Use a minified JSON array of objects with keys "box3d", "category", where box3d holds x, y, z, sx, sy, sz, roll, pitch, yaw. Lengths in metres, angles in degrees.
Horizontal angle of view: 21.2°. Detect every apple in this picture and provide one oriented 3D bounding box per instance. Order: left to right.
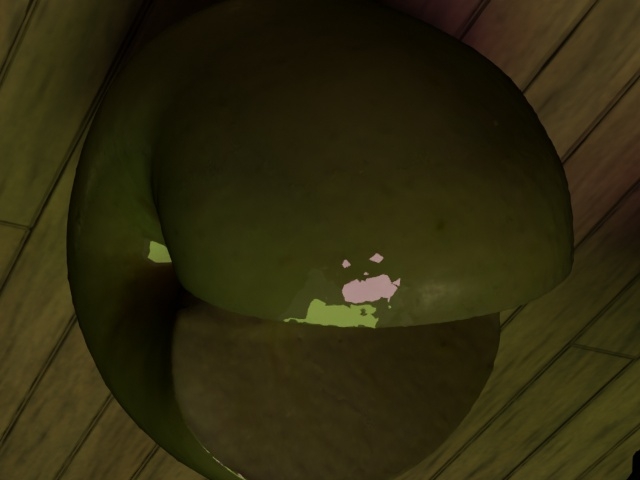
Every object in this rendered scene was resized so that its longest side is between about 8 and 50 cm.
[{"box3d":[0.000,0.000,0.982,0.254,0.292,0.292,-14,155,-37],"category":"apple"}]

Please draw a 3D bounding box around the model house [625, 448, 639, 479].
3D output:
[{"box3d":[0.386,0.129,1.116,0.400,0.445,0.395,31,155,19],"category":"model house"}]
